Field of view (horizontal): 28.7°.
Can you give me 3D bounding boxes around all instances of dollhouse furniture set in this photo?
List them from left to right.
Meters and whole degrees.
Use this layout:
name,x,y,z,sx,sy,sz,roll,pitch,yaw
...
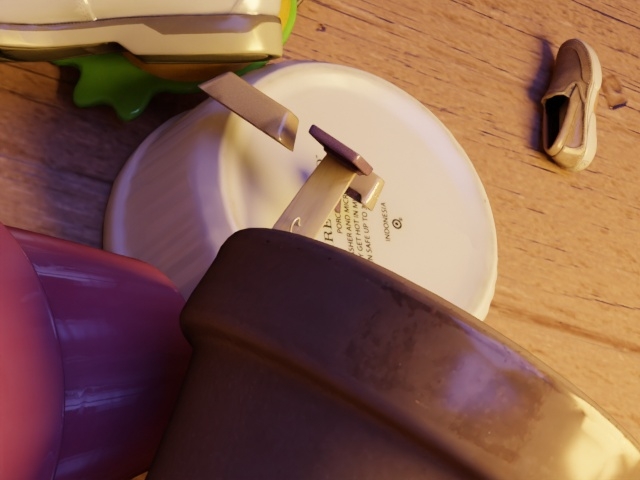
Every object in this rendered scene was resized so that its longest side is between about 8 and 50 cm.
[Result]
name,x,y,z,sx,sy,sz,roll,pitch,yaw
dollhouse furniture set,-0.034,-0.039,0.772,0.114,0.091,0.081,35,91,16

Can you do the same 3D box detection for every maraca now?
name,x,y,z,sx,sy,sz,roll,pitch,yaw
maraca,-0.105,-0.157,0.903,0.186,0.099,0.127,-29,71,-15

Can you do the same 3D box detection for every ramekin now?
name,x,y,z,sx,sy,sz,roll,pitch,yaw
ramekin,0.000,0.000,0.860,0.273,0.127,0.273,15,58,-26

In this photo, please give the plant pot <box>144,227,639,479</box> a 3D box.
name,x,y,z,sx,sy,sz,roll,pitch,yaw
plant pot,0.004,0.158,0.609,0.263,0.263,0.229,36,74,-11

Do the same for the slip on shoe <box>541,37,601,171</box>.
name,x,y,z,sx,sy,sz,roll,pitch,yaw
slip on shoe,0.220,-0.127,1.122,0.041,0.051,0.135,19,64,-26

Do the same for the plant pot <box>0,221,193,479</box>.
name,x,y,z,sx,sy,sz,roll,pitch,yaw
plant pot,-0.171,0.074,0.680,0.180,0.201,0.201,-1,65,-50

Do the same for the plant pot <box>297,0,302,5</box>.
name,x,y,z,sx,sy,sz,roll,pitch,yaw
plant pot,-0.021,-0.254,1.007,0.109,0.109,0.096,49,37,0

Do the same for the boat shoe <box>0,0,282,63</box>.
name,x,y,z,sx,sy,sz,roll,pitch,yaw
boat shoe,-0.175,-0.169,0.804,0.302,0.113,0.103,-1,93,-12
